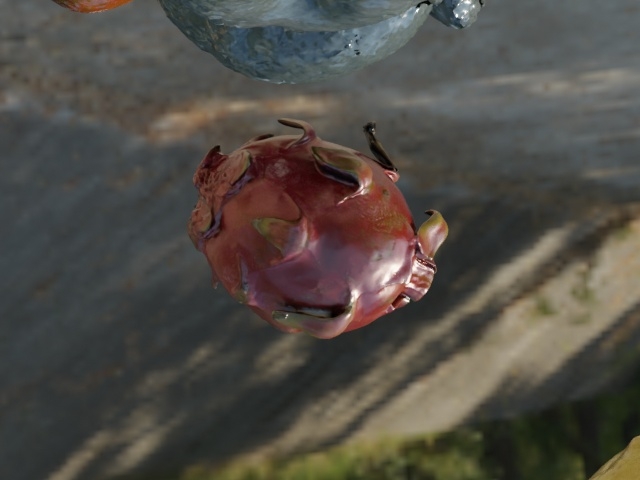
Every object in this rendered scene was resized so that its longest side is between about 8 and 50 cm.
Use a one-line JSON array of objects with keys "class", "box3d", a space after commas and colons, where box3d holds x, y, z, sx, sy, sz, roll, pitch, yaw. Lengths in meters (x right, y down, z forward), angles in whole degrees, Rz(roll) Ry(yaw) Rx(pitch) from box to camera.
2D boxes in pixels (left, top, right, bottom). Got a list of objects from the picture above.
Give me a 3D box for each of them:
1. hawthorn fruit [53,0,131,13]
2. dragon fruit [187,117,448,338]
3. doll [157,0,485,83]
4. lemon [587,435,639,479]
[{"class": "hawthorn fruit", "box3d": [-0.141, -0.205, 1.220, 0.128, 0.128, 0.128, -5, 176, 0]}, {"class": "dragon fruit", "box3d": [0.000, 0.000, 1.203, 0.166, 0.133, 0.136, 26, 124, -27]}, {"class": "doll", "box3d": [-0.031, -0.187, 1.046, 0.246, 0.158, 0.340, 18, 173, 23]}, {"class": "lemon", "box3d": [0.305, 0.276, 1.531, 0.316, 0.285, 0.285, -41, 166, 13]}]
